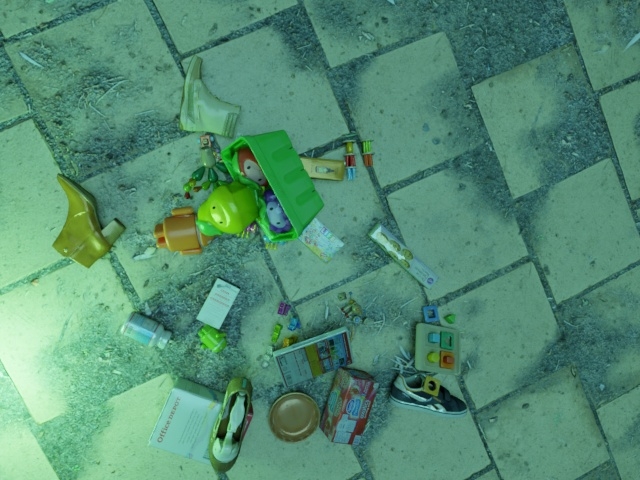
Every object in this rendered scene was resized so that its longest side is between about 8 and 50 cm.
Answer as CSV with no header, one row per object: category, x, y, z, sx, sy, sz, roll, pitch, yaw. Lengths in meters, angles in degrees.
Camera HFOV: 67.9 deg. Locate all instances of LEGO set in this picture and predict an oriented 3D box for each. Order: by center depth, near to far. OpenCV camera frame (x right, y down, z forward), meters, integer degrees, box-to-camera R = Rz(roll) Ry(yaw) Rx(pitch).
LEGO set,-0.125,0.347,1.785,0.087,0.093,0.227,19,96,21

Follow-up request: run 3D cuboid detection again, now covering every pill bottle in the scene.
pill bottle,-0.616,0.323,1.689,0.160,0.087,0.087,29,88,-10

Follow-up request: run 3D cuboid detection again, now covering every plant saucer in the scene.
plant saucer,-0.102,0.676,1.826,0.200,0.037,0.199,0,93,-9

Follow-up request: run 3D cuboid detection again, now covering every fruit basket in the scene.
fruit basket,-0.230,-0.143,1.571,0.392,0.283,0.391,2,86,-29

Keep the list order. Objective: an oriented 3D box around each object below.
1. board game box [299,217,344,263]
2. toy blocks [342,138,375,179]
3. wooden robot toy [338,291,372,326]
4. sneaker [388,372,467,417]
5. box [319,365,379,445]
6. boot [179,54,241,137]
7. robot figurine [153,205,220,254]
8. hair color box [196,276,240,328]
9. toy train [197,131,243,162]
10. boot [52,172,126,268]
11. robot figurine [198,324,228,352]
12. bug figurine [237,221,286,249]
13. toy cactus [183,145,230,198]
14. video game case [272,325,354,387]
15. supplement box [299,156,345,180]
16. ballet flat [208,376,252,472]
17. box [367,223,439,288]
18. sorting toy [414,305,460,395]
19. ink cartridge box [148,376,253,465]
board game box,0.000,0.000,1.806,0.154,0.026,0.103,42,86,-10
toy blocks,0.147,-0.305,1.798,0.123,0.054,0.148,-5,94,-9
wooden robot toy,0.132,0.271,1.820,0.076,0.079,0.173,-39,98,-6
sneaker,0.438,0.606,1.870,0.321,0.126,0.127,12,97,-9
box,0.107,0.625,1.805,0.128,0.123,0.256,18,91,-24
boot,-0.379,-0.503,1.675,0.204,0.095,0.261,8,90,-12
robot figurine,-0.468,-0.032,1.671,0.220,0.128,0.158,-9,82,-9
hair color box,-0.373,0.228,1.743,0.093,0.053,0.167,28,90,-9
toy train,-0.356,-0.338,1.713,0.166,0.046,0.125,-7,95,-9
boot,-0.842,-0.061,1.618,0.211,0.104,0.295,-45,104,-5
robot figurine,-0.391,0.361,1.740,0.101,0.067,0.115,-39,100,22
bug figurine,-0.207,-0.104,1.741,0.216,0.072,0.278,3,93,-10
toy cactus,-0.385,-0.237,1.666,0.219,0.112,0.180,-16,126,-14
video game case,-0.021,0.439,1.780,0.285,0.025,0.204,-18,129,-8
supplement box,-0.029,-0.266,1.760,0.234,0.080,0.078,5,93,-8
ballet flat,-0.303,0.640,1.616,0.116,0.124,0.342,18,88,-12
box,0.321,0.061,1.847,0.324,0.063,0.067,42,87,-10
sorting toy,0.464,0.422,1.842,0.196,0.047,0.347,12,70,-18
ink cartridge box,-0.426,0.660,1.721,0.306,0.131,0.226,25,88,-10
